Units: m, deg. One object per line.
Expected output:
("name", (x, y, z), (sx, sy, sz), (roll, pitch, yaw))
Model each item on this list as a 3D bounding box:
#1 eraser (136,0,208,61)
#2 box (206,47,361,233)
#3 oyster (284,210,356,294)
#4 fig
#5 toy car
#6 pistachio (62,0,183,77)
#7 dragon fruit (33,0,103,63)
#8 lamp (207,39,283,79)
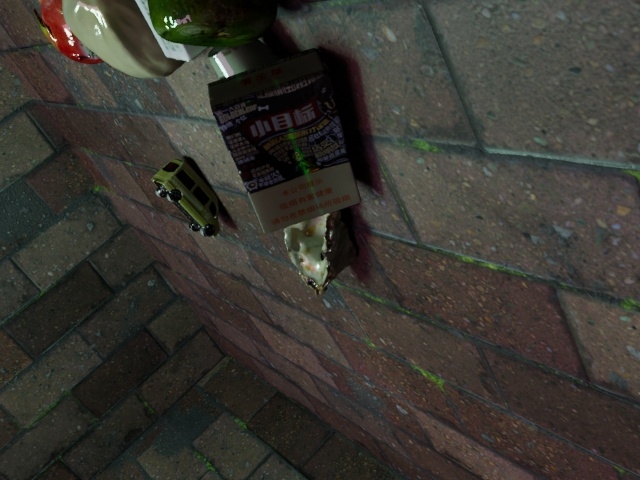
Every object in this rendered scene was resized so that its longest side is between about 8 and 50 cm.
("eraser", (-0.265, -0.464, 1.175), (0.086, 0.130, 0.287), (25, 149, 41))
("box", (-0.054, -0.163, 1.198), (0.310, 0.198, 0.084), (71, -178, -49))
("oyster", (0.005, -0.002, 1.517), (0.166, 0.110, 0.341), (25, 148, 35))
("fig", (-0.168, -0.417, 1.038), (0.203, 0.203, 0.235), (1, 97, 63))
("toy car", (-0.382, -0.124, 2.051), (0.101, 0.124, 0.257), (22, 157, 50))
("pistachio", (-0.372, -0.437, 1.345), (0.332, 0.207, 0.226), (45, -157, -59))
("dragon fruit", (-0.506, -0.500, 1.489), (0.227, 0.224, 0.224), (54, 164, 27))
("lamp", (-0.101, -0.271, 1.218), (0.215, 0.121, 0.121), (49, 162, -30))
